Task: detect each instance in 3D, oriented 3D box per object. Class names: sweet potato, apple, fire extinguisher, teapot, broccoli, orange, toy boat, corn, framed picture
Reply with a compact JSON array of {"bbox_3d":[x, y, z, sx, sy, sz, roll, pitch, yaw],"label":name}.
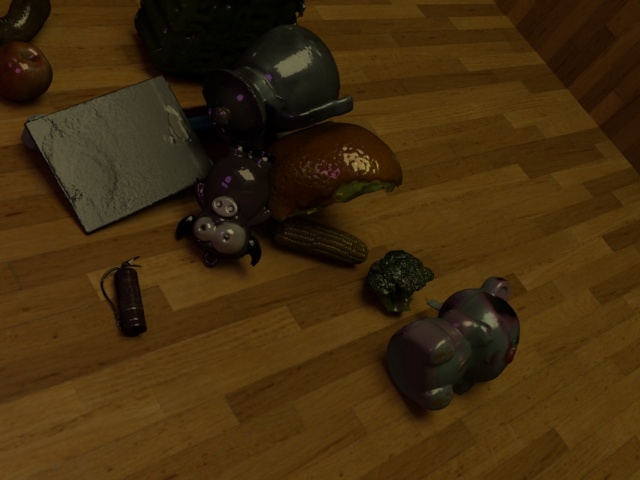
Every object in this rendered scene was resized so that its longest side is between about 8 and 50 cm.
[{"bbox_3d":[-0.646,-0.497,1.837,0.112,0.085,0.285,23,43,-13],"label":"sweet potato"},{"bbox_3d":[-0.606,-0.342,1.716,0.126,0.102,0.126,21,43,-21],"label":"apple"},{"bbox_3d":[-0.358,0.099,1.560,0.078,0.045,0.157,-8,58,-15],"label":"fire extinguisher"},{"bbox_3d":[-0.095,-0.288,1.805,0.305,0.223,0.285,42,53,16],"label":"teapot"},{"bbox_3d":[0.171,0.090,1.908,0.162,0.146,0.137,0,86,-59],"label":"broccoli"},{"bbox_3d":[0.004,-0.154,1.848,0.263,0.335,0.196,-8,83,-57],"label":"orange"},{"bbox_3d":[-0.255,-0.283,1.922,0.392,0.136,0.079,-13,99,-37],"label":"toy boat"},{"bbox_3d":[0.000,0.000,1.892,0.231,0.080,0.080,16,46,-28],"label":"corn"},{"bbox_3d":[-0.389,-0.180,1.709,0.324,0.013,0.244,-29,91,-36],"label":"framed picture"}]

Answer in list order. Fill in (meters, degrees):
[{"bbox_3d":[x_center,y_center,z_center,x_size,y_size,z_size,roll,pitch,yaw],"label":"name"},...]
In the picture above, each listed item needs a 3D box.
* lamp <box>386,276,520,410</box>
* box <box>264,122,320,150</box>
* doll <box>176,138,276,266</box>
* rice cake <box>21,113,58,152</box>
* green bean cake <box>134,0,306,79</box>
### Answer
[{"bbox_3d":[0.279,0.216,1.838,0.301,0.247,0.247,-19,27,-33],"label":"lamp"},{"bbox_3d":[-0.066,-0.254,2.080,0.141,0.058,0.201,15,46,-26],"label":"box"},{"bbox_3d":[-0.178,-0.069,1.730,0.182,0.117,0.257,22,80,2],"label":"doll"},{"bbox_3d":[-0.494,-0.211,1.714,0.207,0.069,0.063,1,52,-40],"label":"rice cake"},{"bbox_3d":[-0.238,-0.525,1.998,0.319,0.335,0.218,-2,46,-35],"label":"green bean cake"}]
